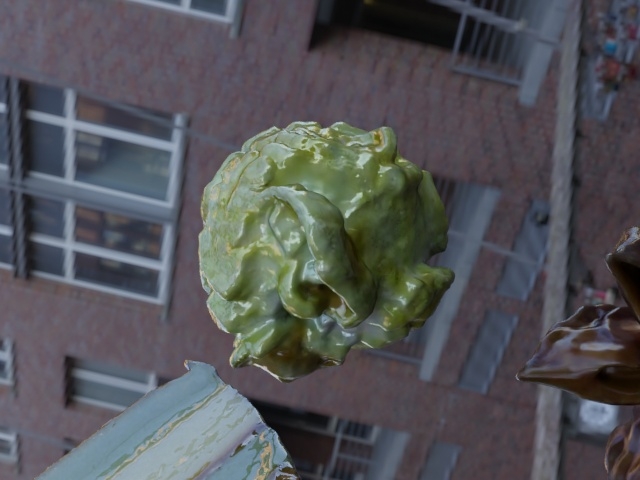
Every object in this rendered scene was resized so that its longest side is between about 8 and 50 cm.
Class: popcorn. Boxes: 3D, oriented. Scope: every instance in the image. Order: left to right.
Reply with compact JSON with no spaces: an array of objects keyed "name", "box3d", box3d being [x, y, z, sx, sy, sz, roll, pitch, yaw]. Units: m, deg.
[{"name":"popcorn","box3d":[0.000,0.000,0.668,0.162,0.142,0.135,88,160,-62]}]

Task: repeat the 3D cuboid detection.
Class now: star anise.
[{"name":"star anise","box3d":[0.207,0.057,0.638,0.111,0.196,0.212,52,180,44]}]

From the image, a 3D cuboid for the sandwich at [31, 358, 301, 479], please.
[{"name":"sandwich","box3d":[-0.059,0.132,0.345,0.079,0.163,0.113,34,160,54]}]
